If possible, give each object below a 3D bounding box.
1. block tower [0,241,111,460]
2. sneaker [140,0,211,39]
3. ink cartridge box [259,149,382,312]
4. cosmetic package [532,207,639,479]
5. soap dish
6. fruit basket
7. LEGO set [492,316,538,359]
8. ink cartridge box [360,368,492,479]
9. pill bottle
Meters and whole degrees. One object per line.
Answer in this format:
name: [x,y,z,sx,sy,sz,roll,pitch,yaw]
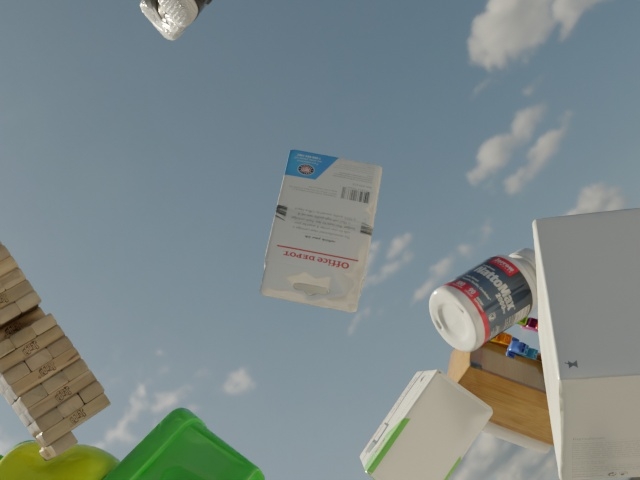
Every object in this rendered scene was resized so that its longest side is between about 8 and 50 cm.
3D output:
block tower: [-0.387,0.105,1.092,0.097,0.335,0.091,-33,-1,-30]
sneaker: [-0.263,-0.491,1.772,0.153,0.101,0.268,-45,20,-14]
ink cartridge box: [0.000,0.000,0.932,0.060,0.104,0.180,100,-178,-60]
cosmetic package: [0.328,0.121,1.020,0.138,0.224,0.225,-7,-42,12]
soap dish: [0.368,0.288,1.757,0.291,0.228,0.118,-46,-25,-74]
fruit basket: [-0.265,0.397,1.131,0.392,0.392,0.283,-37,-60,-26]
LEGO set: [0.329,0.160,1.643,0.227,0.093,0.087,27,-103,-34]
ink cartridge box: [0.168,0.329,1.487,0.198,0.114,0.273,-54,-5,-8]
pill bottle: [0.264,0.083,1.346,0.180,0.108,0.108,-28,-31,-28]
